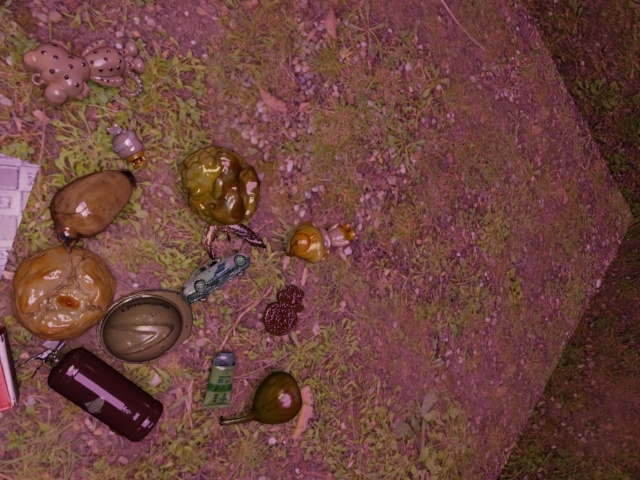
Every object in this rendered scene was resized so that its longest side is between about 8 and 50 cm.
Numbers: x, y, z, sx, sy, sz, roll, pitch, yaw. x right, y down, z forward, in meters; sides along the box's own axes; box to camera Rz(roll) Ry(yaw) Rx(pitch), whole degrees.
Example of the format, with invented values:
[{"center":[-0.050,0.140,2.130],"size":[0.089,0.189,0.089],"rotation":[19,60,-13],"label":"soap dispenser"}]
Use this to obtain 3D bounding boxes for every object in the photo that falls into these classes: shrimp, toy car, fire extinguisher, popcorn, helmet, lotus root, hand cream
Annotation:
[{"center":[-0.271,0.012,1.355],"size":[0.195,0.035,0.148],"rotation":[34,72,-18],"label":"shrimp"},{"center":[-0.311,0.102,1.307],"size":[0.224,0.090,0.076],"rotation":[-35,73,-25],"label":"toy car"},{"center":[-0.563,0.371,1.094],"size":[0.337,0.114,0.135],"rotation":[47,55,-19],"label":"fire extinguisher"},{"center":[-0.271,-0.156,1.234],"size":[0.206,0.251,0.237],"rotation":[-27,91,-23],"label":"popcorn"},{"center":[-0.460,0.241,1.196],"size":[0.258,0.137,0.204],"rotation":[-17,99,-29],"label":"helmet"},{"center":[-0.582,-0.094,1.117],"size":[0.140,0.154,0.257],"rotation":[51,50,-24],"label":"lotus root"},{"center":[-0.301,0.425,1.342],"size":[0.095,0.046,0.175],"rotation":[10,89,-35],"label":"hand cream"}]

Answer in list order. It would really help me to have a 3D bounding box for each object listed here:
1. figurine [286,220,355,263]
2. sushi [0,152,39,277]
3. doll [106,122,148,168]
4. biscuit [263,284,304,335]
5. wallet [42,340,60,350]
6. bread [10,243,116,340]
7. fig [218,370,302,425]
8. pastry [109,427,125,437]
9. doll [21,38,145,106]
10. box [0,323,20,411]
[{"center":[0.000,0.000,1.464],"size":[0.246,0.131,0.156],"rotation":[-14,63,-27],"label":"figurine"},{"center":[-0.867,-0.074,0.998],"size":[0.320,0.069,0.339],"rotation":[20,81,-28],"label":"sushi"},{"center":[-0.519,-0.263,1.199],"size":[0.127,0.073,0.084],"rotation":[60,32,-21],"label":"doll"},{"center":[-0.117,0.232,1.455],"size":[0.124,0.026,0.175],"rotation":[39,73,-26],"label":"biscuit"},{"center":[-0.675,0.245,1.147],"size":[0.044,0.011,0.083],"rotation":[39,72,-25],"label":"wallet"},{"center":[-0.636,0.127,1.093],"size":[0.244,0.134,0.244],"rotation":[1,89,-32],"label":"bread"},{"center":[-0.178,0.521,1.361],"size":[0.259,0.151,0.151],"rotation":[-29,105,-22],"label":"fig"},{"center":[-0.524,0.489,1.211],"size":[0.109,0.057,0.097],"rotation":[-32,104,-27],"label":"pastry"},{"center":[-0.593,-0.437,1.132],"size":[0.278,0.119,0.154],"rotation":[-22,103,-37],"label":"doll"},{"center":[-0.769,0.298,1.024],"size":[0.099,0.133,0.182],"rotation":[-12,95,-30],"label":"box"}]
